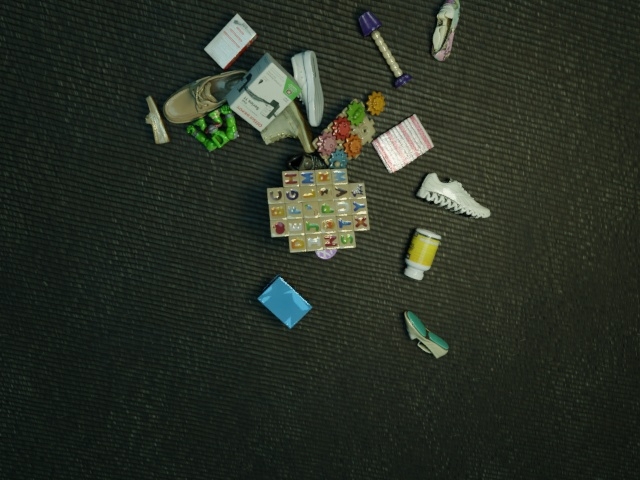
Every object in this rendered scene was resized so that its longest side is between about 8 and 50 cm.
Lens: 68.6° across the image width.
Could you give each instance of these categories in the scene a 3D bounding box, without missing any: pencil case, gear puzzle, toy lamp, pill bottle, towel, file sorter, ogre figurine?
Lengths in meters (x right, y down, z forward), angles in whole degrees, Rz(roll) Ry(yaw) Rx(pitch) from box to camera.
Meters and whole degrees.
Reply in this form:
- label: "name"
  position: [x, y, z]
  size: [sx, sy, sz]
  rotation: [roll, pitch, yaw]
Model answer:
- label: "pencil case"
  position: [0.000, 0.000, 1.708]
  size: [0.088, 0.206, 0.086]
  rotation: [39, 95, -18]
- label: "gear puzzle"
  position: [0.129, -0.396, 1.673]
  size: [0.339, 0.044, 0.175]
  rotation: [-48, 125, -13]
- label: "toy lamp"
  position: [0.223, -0.673, 1.657]
  size: [0.080, 0.080, 0.274]
  rotation: [-32, 102, 3]
- label: "pill bottle"
  position: [0.382, 0.052, 1.790]
  size: [0.103, 0.103, 0.184]
  rotation: [17, 99, -6]
- label: "towel"
  position: [0.306, -0.359, 1.748]
  size: [0.197, 0.029, 0.144]
  rotation: [-33, 101, 1]
- label: "file sorter"
  position: [-0.135, 0.223, 1.792]
  size: [0.170, 0.104, 0.118]
  rotation: [44, 95, -10]
- label: "ogre figurine"
  position: [-0.373, -0.390, 1.663]
  size: [0.197, 0.097, 0.118]
  rotation: [-27, 107, 6]

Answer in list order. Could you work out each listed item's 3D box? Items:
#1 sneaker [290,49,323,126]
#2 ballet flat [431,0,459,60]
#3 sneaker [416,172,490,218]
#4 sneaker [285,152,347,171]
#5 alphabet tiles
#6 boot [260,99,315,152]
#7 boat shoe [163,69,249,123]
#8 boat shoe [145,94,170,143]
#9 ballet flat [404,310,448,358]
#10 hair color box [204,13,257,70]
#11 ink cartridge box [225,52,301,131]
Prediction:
- label: "sneaker"
  position: [-0.050, -0.535, 1.671]
  size: [0.091, 0.094, 0.258]
  rotation: [0, 105, 25]
- label: "ballet flat"
  position: [0.434, -0.750, 1.647]
  size: [0.079, 0.077, 0.221]
  rotation: [-5, 109, -45]
- label: "sneaker"
  position: [0.511, -0.163, 1.761]
  size: [0.292, 0.110, 0.118]
  rotation: [20, 90, -7]
- label: "sneaker"
  position: [-0.013, -0.268, 1.694]
  size: [0.227, 0.130, 0.087]
  rotation: [6, 102, -7]
- label: "alphabet tiles"
  position: [-0.006, -0.107, 1.613]
  size: [0.342, 0.011, 0.285]
  rotation: [-4, 81, -9]
- label: "boot"
  position: [-0.120, -0.375, 1.659]
  size: [0.165, 0.077, 0.213]
  rotation: [-27, 77, 16]
- label: "boat shoe"
  position: [-0.397, -0.512, 1.633]
  size: [0.341, 0.110, 0.121]
  rotation: [-25, 101, 1]
- label: "boat shoe"
  position: [-0.590, -0.425, 1.663]
  size: [0.059, 0.063, 0.170]
  rotation: [-19, 102, -6]
- label: "ballet flat"
  position: [0.403, 0.383, 1.872]
  size: [0.248, 0.086, 0.086]
  rotation: [41, 96, -11]
- label: "hair color box"
  position: [-0.311, -0.687, 1.634]
  size: [0.167, 0.053, 0.093]
  rotation: [-44, 99, 7]
- label: "ink cartridge box"
  position: [-0.192, -0.495, 1.584]
  size: [0.208, 0.087, 0.153]
  rotation: [-40, 134, 19]
